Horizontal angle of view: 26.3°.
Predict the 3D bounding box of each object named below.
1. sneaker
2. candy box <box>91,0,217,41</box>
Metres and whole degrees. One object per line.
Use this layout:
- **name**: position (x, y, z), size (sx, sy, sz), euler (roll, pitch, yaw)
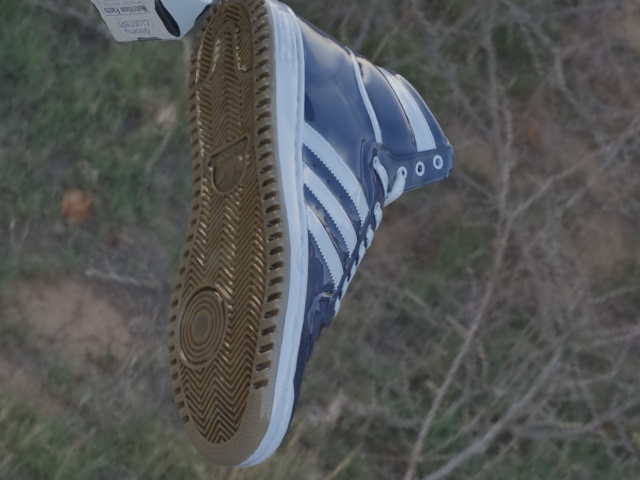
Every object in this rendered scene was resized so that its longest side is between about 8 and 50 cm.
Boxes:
- **sneaker**: position (0.000, 0.000, 0.805), size (0.153, 0.099, 0.282), euler (20, 62, -40)
- **candy box**: position (-0.104, -0.246, 0.833), size (0.165, 0.070, 0.196), euler (-50, 125, -27)
